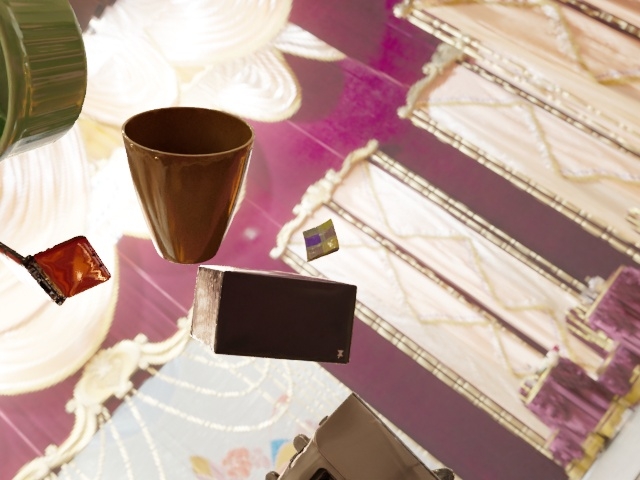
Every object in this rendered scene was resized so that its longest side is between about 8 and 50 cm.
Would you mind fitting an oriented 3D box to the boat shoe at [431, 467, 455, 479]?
[{"bbox_3d":[0.165,0.528,1.596,0.254,0.095,0.079,-34,20,32],"label":"boat shoe"}]

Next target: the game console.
[{"bbox_3d":[-0.398,0.028,1.149,0.085,0.124,0.144,-54,-19,-22],"label":"game console"}]

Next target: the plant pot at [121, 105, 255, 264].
[{"bbox_3d":[-0.248,-0.091,1.460,0.237,0.237,0.254,-29,-46,-47],"label":"plant pot"}]

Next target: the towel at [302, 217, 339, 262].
[{"bbox_3d":[0.000,0.000,1.307,0.060,0.083,0.009,-23,-50,11],"label":"towel"}]

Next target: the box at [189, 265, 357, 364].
[{"bbox_3d":[-0.110,0.158,1.720,0.294,0.296,0.182,-178,95,-71],"label":"box"}]

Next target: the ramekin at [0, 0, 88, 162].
[{"bbox_3d":[-0.472,-0.256,1.101,0.148,0.303,0.303,-29,-33,-52],"label":"ramekin"}]

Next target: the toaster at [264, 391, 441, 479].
[{"bbox_3d":[0.034,0.288,0.835,0.110,0.186,0.168,-27,-24,-50],"label":"toaster"}]
